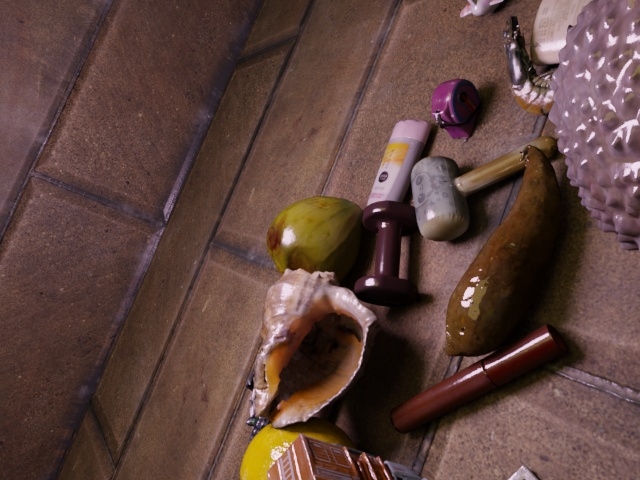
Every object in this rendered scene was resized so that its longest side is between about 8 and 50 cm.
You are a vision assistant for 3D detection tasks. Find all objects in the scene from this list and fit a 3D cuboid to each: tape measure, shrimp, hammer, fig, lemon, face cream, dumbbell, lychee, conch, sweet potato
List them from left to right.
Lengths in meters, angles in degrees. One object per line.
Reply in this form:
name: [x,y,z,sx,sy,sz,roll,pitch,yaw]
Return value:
lemon: [-0.049,0.473,0.968,0.219,0.241,0.240,17,83,48]
conch: [-0.002,0.230,1.027,0.297,0.210,0.351,1,70,40]
fig: [0.000,0.000,1.239,0.271,0.239,0.239,-35,35,-8]
dumbbell: [0.154,0.031,1.074,0.124,0.141,0.225,120,161,-65]
face cream: [0.194,-0.179,1.212,0.107,0.073,0.269,14,79,47]
tape measure: [0.311,-0.308,1.101,0.074,0.118,0.125,9,73,53]
hammer: [0.335,-0.128,0.986,0.306,0.113,0.201,-25,53,32]
sweet potato: [0.340,0.025,0.846,0.131,0.131,0.422,19,82,55]
shrimp: [0.441,-0.364,0.950,0.150,0.051,0.217,-22,86,54]
face cream: [0.566,-0.424,0.863,0.349,0.081,0.173,16,90,55]
lychee: [0.487,-0.180,0.588,0.381,0.381,0.431,6,93,54]

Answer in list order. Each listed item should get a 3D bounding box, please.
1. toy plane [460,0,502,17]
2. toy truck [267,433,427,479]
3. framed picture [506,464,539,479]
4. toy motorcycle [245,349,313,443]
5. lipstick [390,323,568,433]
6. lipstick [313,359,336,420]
toy plane: [0.422,-0.669,1.183,0.252,0.118,0.251,-30,46,36]
toy truck: [0.062,0.441,0.799,0.136,0.306,0.162,-52,29,16]
framed picture: [0.276,0.517,0.681,0.296,0.019,0.232,-48,37,7]
toy motorcycle: [-0.104,0.359,1.199,0.188,0.143,0.326,100,-169,-58]
lipstick: [0.267,0.258,0.854,0.357,0.057,0.057,-42,40,30]
lipstick: [-0.017,0.412,1.118,0.070,0.070,0.254,14,80,55]
